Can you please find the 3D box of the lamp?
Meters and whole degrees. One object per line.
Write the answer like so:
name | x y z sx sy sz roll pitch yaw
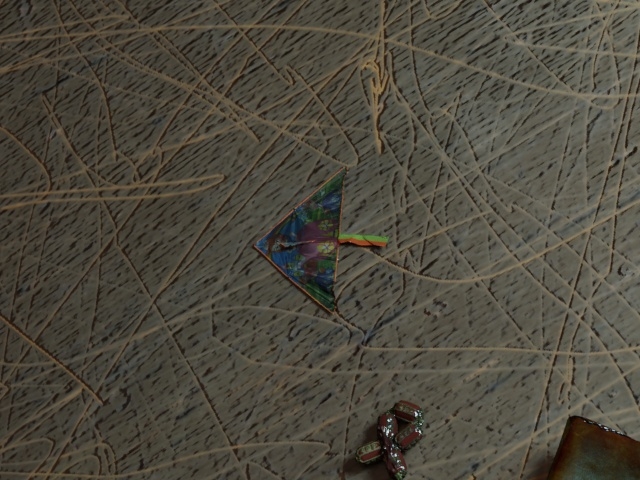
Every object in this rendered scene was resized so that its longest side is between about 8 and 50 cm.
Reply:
lamp | 0.078 0.204 1.951 0.063 0.031 0.083 23 66 28

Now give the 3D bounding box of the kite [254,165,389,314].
kite | 0.000 0.000 2.107 0.159 0.010 0.190 -5 60 16

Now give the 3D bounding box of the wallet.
wallet | 0.262 0.282 1.784 0.137 0.031 0.255 18 49 11
